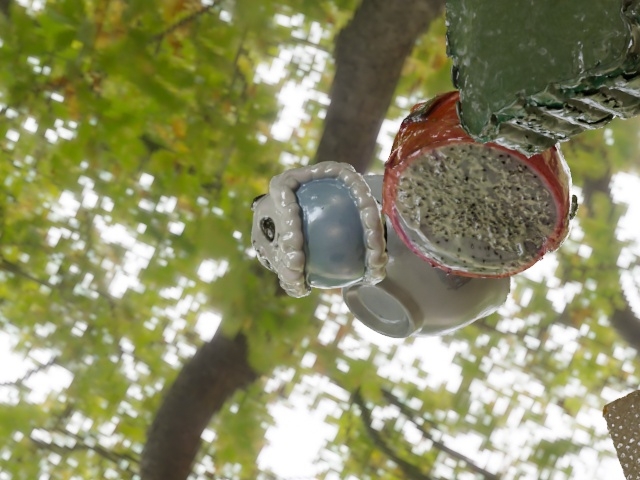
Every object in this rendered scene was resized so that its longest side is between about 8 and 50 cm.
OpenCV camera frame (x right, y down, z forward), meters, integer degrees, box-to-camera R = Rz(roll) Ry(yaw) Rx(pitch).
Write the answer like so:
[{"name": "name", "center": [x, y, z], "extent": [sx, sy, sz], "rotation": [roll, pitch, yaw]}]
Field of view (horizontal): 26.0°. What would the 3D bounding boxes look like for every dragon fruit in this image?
[{"name": "dragon fruit", "center": [0.225, -0.093, 1.980], "extent": [0.189, 0.291, 0.290], "rotation": [-68, -20, -49]}]

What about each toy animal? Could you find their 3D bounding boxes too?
[{"name": "toy animal", "center": [0.000, 0.000, 2.118], "extent": [0.204, 0.156, 0.208], "rotation": [-11, -47, -9]}]

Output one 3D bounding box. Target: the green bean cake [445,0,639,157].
[{"name": "green bean cake", "center": [0.245, -0.229, 1.404], "extent": [0.132, 0.255, 0.241], "rotation": [8, -111, -39]}]

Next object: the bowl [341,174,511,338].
[{"name": "bowl", "center": [0.135, 0.063, 2.340], "extent": [0.157, 0.346, 0.345], "rotation": [-53, -33, -31]}]

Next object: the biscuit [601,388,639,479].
[{"name": "biscuit", "center": [0.520, 0.391, 2.110], "extent": [0.054, 0.094, 0.378], "rotation": [51, -159, -43]}]
